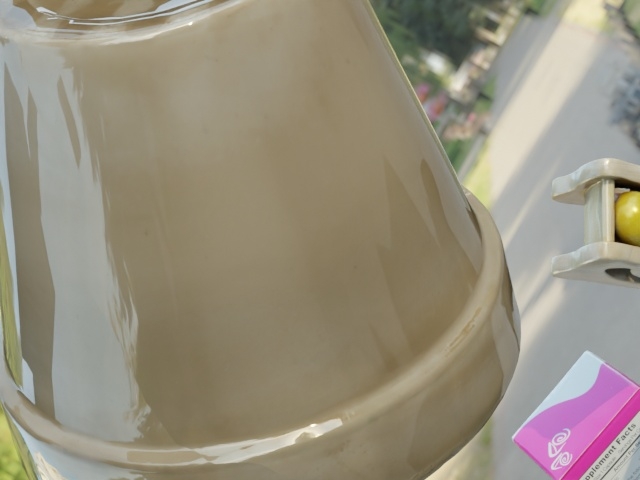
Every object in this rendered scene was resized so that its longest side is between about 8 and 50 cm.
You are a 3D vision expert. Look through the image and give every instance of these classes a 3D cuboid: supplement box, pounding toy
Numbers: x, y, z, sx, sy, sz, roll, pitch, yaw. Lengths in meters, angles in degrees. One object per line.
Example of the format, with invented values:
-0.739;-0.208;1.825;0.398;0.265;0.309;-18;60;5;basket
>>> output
0.295;0.215;1.306;0.114;0.220;0.111;-48;18;0;supplement box
0.307;0.028;1.164;0.154;0.270;0.154;-13;73;55;pounding toy

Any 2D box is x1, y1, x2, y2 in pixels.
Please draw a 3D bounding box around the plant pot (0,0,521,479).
-0.059;-0.036;0.847;0.323;0.323;0.280;-58;-36;-48;plant pot
